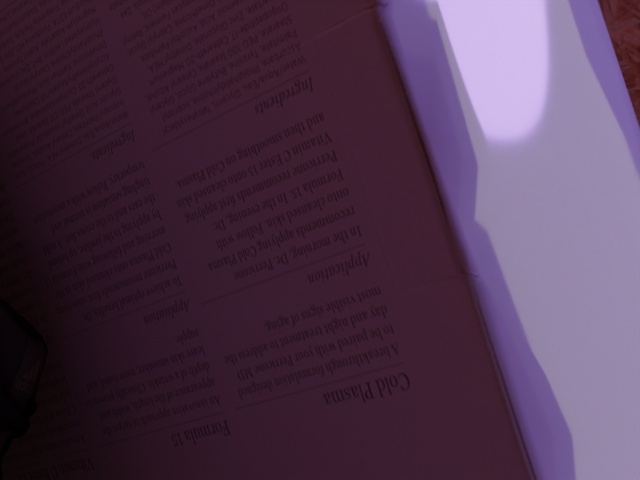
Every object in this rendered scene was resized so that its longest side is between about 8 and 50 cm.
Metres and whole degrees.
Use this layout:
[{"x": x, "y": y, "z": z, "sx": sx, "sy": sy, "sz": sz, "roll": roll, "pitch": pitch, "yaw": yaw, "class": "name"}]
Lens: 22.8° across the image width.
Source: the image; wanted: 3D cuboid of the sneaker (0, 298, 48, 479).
[{"x": -0.139, "y": 0.074, "z": 0.486, "sx": 0.111, "sy": 0.121, "sz": 0.300, "roll": 54, "pitch": 17, "yaw": -81, "class": "sneaker"}]

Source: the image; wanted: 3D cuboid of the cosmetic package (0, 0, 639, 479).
[{"x": -0.057, "y": 0.012, "z": 0.551, "sx": 0.377, "sy": 0.097, "sz": 0.284, "roll": -21, "pitch": -96, "yaw": 49, "class": "cosmetic package"}]
